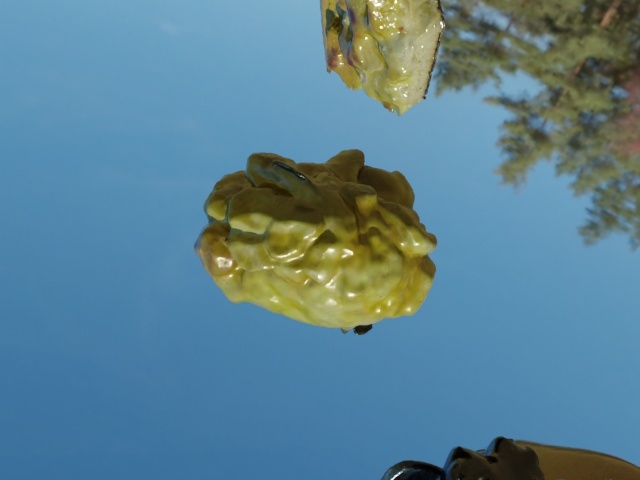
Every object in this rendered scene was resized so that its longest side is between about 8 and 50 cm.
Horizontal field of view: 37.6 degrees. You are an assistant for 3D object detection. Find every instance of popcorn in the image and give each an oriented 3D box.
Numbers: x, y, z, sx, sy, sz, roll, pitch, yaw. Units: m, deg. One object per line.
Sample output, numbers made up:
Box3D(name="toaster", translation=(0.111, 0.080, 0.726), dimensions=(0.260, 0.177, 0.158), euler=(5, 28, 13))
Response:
Box3D(name="popcorn", translation=(0.000, 0.000, 1.119), dimensions=(0.287, 0.215, 0.252), euler=(19, -162, 11))

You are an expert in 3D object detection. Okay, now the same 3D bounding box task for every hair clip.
Box3D(name="hair clip", translation=(0.179, 0.344, 1.082), dimensions=(0.195, 0.310, 0.206), euler=(-5, -128, -28))

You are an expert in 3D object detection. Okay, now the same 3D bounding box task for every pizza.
Box3D(name="pizza", translation=(0.028, -0.130, 0.525), dimensions=(0.036, 0.160, 0.099), euler=(-22, -112, -16))

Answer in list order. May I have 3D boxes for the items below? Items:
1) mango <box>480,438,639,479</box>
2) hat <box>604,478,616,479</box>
Box3D(name="mango", translation=(0.342, 0.402, 1.299), dimensions=(0.264, 0.221, 0.378), euler=(-32, -145, -27))
Box3D(name="hat", translation=(0.211, 0.303, 0.825), dimensions=(0.205, 0.205, 0.089), euler=(0, -169, -43))
